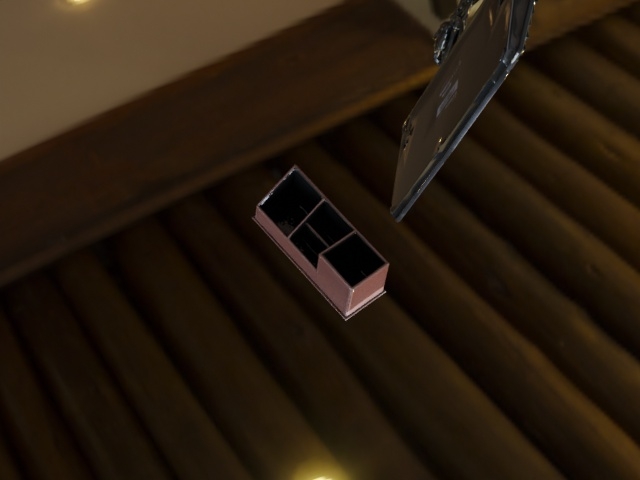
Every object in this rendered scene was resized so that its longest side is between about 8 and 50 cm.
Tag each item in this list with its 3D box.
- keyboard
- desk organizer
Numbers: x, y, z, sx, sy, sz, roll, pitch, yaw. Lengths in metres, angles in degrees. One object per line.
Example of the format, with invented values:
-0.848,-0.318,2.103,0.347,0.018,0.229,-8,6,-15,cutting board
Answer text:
0.134,-0.160,1.281,0.033,0.317,0.201,15,-117,-10,keyboard
0.000,0.000,1.197,0.047,0.050,0.130,-34,-113,-23,desk organizer
